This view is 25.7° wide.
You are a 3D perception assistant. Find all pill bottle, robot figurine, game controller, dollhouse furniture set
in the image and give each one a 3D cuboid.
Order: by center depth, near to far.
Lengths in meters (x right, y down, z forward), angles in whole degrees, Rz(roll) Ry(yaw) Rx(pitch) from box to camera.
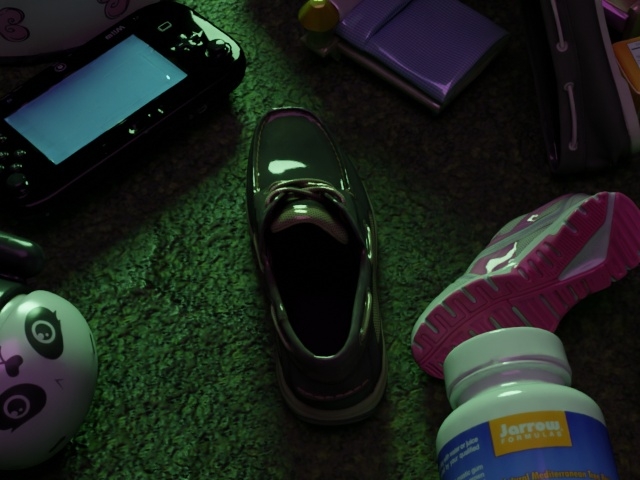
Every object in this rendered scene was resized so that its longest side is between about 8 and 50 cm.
[{"bbox_3d":[0.181,0.217,1.201,0.152,0.152,0.272,-6,58,-3],"label":"pill bottle"},{"bbox_3d":[-0.341,0.106,1.269,0.278,0.209,0.173,14,28,10],"label":"robot figurine"},{"bbox_3d":[-0.236,-0.144,1.496,0.319,0.067,0.166,-37,64,-21],"label":"game controller"},{"bbox_3d":[0.166,-0.275,1.496,0.286,0.198,0.303,37,65,22],"label":"dollhouse furniture set"}]

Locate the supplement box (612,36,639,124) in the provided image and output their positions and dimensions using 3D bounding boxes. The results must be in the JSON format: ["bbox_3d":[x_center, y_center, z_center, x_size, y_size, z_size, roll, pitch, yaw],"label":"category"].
[{"bbox_3d":[0.423,-0.190,1.506,0.233,0.078,0.080,-14,61,-7],"label":"supplement box"}]

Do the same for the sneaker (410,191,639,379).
[{"bbox_3d":[0.193,0.043,1.354,0.252,0.111,0.103,-34,103,-2],"label":"sneaker"}]

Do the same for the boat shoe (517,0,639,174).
[{"bbox_3d":[0.232,-0.223,1.420,0.095,0.112,0.335,-22,103,-1],"label":"boat shoe"}]

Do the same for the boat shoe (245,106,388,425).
[{"bbox_3d":[0.000,0.000,1.358,0.132,0.130,0.355,-10,57,-6],"label":"boat shoe"}]

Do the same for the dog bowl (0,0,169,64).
[{"bbox_3d":[-0.346,-0.403,1.620,0.408,0.150,0.408,0,57,1],"label":"dog bowl"}]
